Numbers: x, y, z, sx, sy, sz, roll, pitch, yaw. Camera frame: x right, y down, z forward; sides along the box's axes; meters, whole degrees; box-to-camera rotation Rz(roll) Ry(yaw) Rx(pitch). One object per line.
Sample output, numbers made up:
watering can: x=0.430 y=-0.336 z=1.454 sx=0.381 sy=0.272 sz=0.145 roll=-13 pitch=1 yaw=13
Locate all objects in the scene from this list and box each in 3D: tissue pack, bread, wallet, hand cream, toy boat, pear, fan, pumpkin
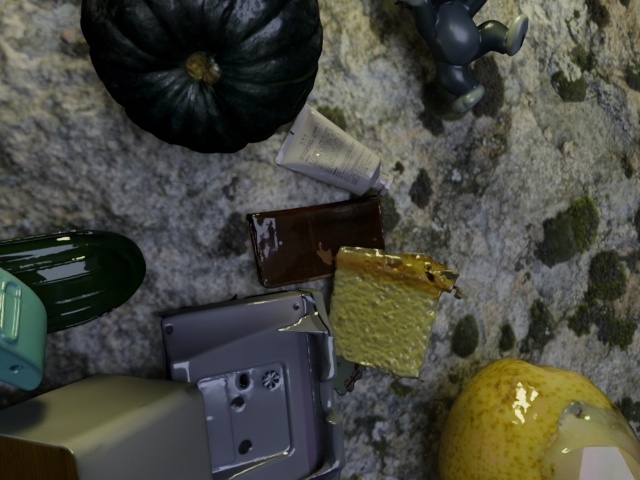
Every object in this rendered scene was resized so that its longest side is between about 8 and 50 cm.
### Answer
tissue pack: x=-0.191 y=0.259 z=0.446 sx=0.136 sy=0.160 sz=0.246 roll=-15 pitch=99 yaw=-62
bread: x=0.082 y=0.079 z=0.624 sx=0.152 sy=0.127 sz=0.147 roll=14 pitch=93 yaw=2
wallet: x=0.000 y=0.000 z=0.617 sx=0.176 sy=0.026 sz=0.095 roll=-12 pitch=97 yaw=-28
hand cream: x=0.024 y=-0.099 z=0.621 sx=0.142 sy=0.053 sz=0.084 roll=27 pitch=80 yaw=-7
toy boat: x=-0.275 y=0.045 z=0.483 sx=0.210 sy=0.052 sz=0.104 roll=-13 pitch=113 yaw=-24
pear: x=0.282 y=0.286 z=0.650 sx=0.271 sy=0.271 sz=0.271 roll=-1 pitch=92 yaw=-24
fan: x=0.021 y=0.158 z=0.643 sx=0.083 sy=0.004 sz=0.056 roll=45 pitch=75 yaw=-19
pumpkin: x=-0.104 y=-0.188 z=0.470 sx=0.221 sy=0.161 sz=0.220 roll=-3 pitch=131 yaw=-3

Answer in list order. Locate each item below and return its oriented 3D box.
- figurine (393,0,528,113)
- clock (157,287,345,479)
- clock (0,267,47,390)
figurine: x=0.169 y=-0.305 z=0.629 sx=0.193 sy=0.140 sz=0.265 roll=-25 pitch=116 yaw=2
clock: x=-0.072 y=0.187 z=0.560 sx=0.187 sy=0.083 sz=0.253 roll=-7 pitch=95 yaw=-23
clock: x=-0.369 y=0.091 z=0.360 sx=0.274 sy=0.094 sz=0.223 roll=-32 pitch=138 yaw=6
